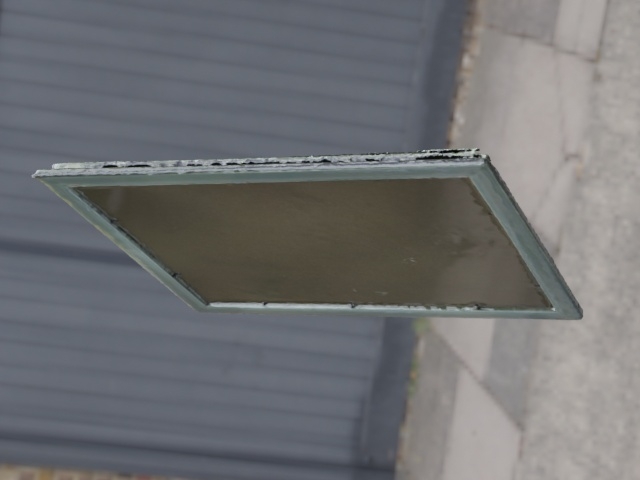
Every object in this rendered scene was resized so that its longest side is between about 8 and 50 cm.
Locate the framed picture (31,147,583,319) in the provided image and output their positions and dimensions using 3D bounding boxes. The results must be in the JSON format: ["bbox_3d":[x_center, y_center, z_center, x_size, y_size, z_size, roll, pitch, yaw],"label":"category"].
[{"bbox_3d":[0.000,0.000,0.896,0.217,0.274,0.017,51,-136,-57],"label":"framed picture"}]
